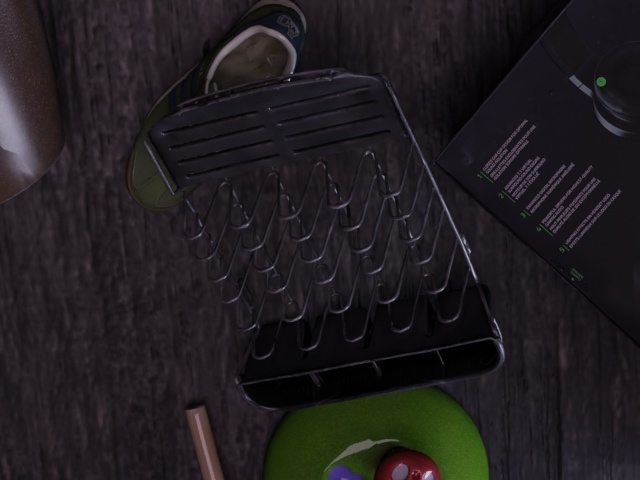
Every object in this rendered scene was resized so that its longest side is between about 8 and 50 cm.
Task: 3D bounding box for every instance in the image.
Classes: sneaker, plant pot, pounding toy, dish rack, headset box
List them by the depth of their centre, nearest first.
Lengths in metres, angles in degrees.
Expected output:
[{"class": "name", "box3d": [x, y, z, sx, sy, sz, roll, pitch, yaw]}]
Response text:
[{"class": "plant pot", "box3d": [-0.276, -0.138, 1.226, 0.215, 0.215, 0.230, -25, 120, 5]}, {"class": "headset box", "box3d": [0.256, -0.065, 1.255, 0.283, 0.131, 0.246, 42, 101, 12]}, {"class": "dish rack", "box3d": [0.000, 0.000, 1.277, 0.208, 0.074, 0.271, -13, 131, 17]}, {"class": "sneaker", "box3d": [-0.079, -0.095, 1.296, 0.064, 0.086, 0.192, 37, 102, -12]}, {"class": "pounding toy", "box3d": [0.020, 0.208, 1.380, 0.236, 0.110, 0.183, -8, 107, -1]}]
